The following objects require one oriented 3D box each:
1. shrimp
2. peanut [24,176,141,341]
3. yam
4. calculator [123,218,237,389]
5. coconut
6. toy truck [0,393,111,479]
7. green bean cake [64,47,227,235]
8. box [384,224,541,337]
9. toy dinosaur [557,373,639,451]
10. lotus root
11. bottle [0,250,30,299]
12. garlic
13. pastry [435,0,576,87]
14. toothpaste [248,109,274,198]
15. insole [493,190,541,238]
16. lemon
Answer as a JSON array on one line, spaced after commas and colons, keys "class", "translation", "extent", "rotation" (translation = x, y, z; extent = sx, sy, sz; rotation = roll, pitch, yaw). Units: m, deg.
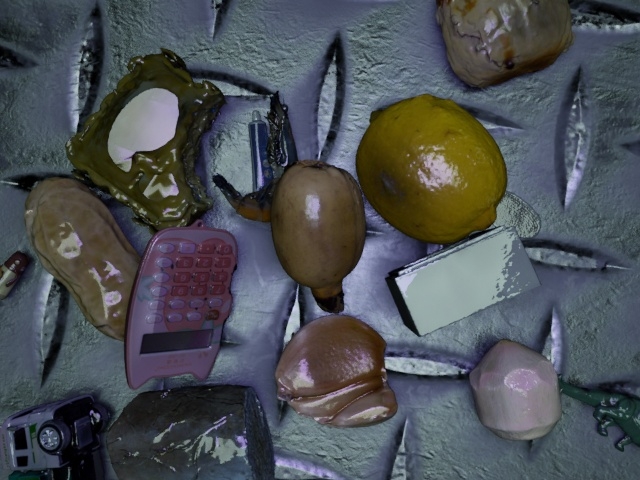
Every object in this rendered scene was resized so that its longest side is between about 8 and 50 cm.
[{"class": "shrimp", "translation": [-0.121, -0.164, 1.252], "extent": [0.198, 0.051, 0.261], "rotation": [-5, 92, -42]}, {"class": "peanut", "translation": [-0.431, 0.032, 1.240], "extent": [0.158, 0.174, 0.340], "rotation": [-39, 102, -12]}, {"class": "yam", "translation": [-0.241, 0.371, 1.226], "extent": [0.271, 0.202, 0.201], "rotation": [-10, 66, 2]}, {"class": "calculator", "translation": [-0.260, 0.116, 1.225], "extent": [0.048, 0.220, 0.329], "rotation": [27, 107, 45]}, {"class": "coconut", "translation": [0.368, 0.274, 1.225], "extent": [0.171, 0.171, 0.182], "rotation": [-6, 90, 1]}, {"class": "toy truck", "translation": [-0.495, 0.484, 1.235], "extent": [0.178, 0.176, 0.363], "rotation": [-6, 89, 13]}, {"class": "green bean cake", "translation": [-0.293, -0.182, 1.234], "extent": [0.285, 0.202, 0.310], "rotation": [35, 90, 0]}, {"class": "box", "translation": [0.245, 0.070, 1.200], "extent": [0.225, 0.225, 0.117], "rotation": [-23, 88, 0]}, {"class": "toy dinosaur", "translation": [0.575, 0.349, 1.259], "extent": [0.292, 0.079, 0.120], "rotation": [16, 83, -1]}, {"class": "lotus root", "translation": [0.000, 0.000, 1.235], "extent": [0.183, 0.183, 0.309], "rotation": [-5, 106, 1]}, {"class": "bottle", "translation": [-0.627, 0.066, 1.309], "extent": [0.063, 0.047, 0.101], "rotation": [36, 88, 12]}, {"class": "garlic", "translation": [0.023, 0.254, 1.262], "extent": [0.228, 0.110, 0.217], "rotation": [-4, 76, -9]}, {"class": "pastry", "translation": [0.359, -0.437, 1.244], "extent": [0.256, 0.170, 0.236], "rotation": [-19, 91, -4]}, {"class": "toothpaste", "translation": [-0.120, -0.164, 1.311], "extent": [0.057, 0.035, 0.197], "rotation": [-6, 91, -9]}, {"class": "insole", "translation": [0.340, -0.076, 1.313], "extent": [0.232, 0.003, 0.080], "rotation": [27, 89, 2]}, {"class": "lemon", "translation": [0.202, -0.127, 1.195], "extent": [0.284, 0.260, 0.260], "rotation": [22, 89, 16]}]
